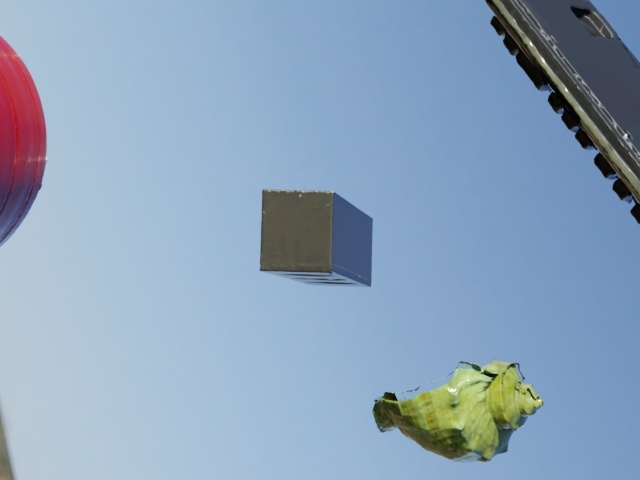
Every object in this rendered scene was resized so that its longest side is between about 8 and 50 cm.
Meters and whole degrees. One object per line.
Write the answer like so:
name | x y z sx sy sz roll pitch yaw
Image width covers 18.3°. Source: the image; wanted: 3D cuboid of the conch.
conch | 0.091 0.110 1.338 0.089 0.121 0.074 63 30 -47

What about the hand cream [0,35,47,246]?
hand cream | -0.283 -0.064 1.278 0.125 0.193 0.193 -20 99 -77

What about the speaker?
speaker | 0.000 0.000 1.117 0.191 0.040 0.046 26 65 -81

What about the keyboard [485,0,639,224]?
keyboard | 0.147 -0.010 0.772 0.025 0.093 0.230 -47 -117 27
